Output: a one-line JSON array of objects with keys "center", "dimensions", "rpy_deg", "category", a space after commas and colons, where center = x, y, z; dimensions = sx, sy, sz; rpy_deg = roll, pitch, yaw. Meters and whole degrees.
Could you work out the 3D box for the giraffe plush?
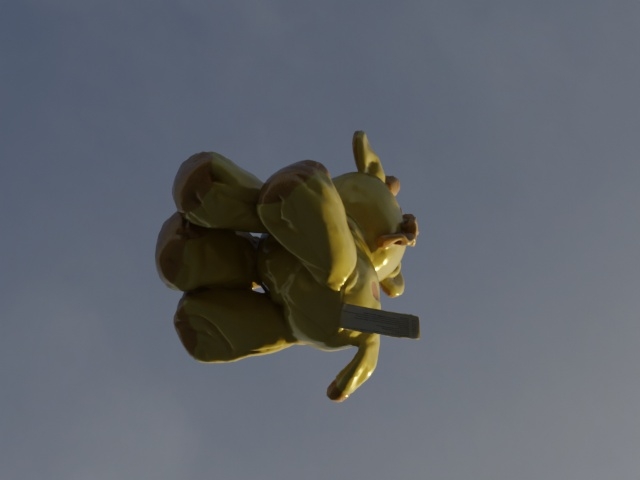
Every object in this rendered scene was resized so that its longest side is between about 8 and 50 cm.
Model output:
[{"center": [0.000, 0.000, 1.179], "dimensions": [0.210, 0.170, 0.181], "rpy_deg": [23, -59, 10], "category": "giraffe plush"}]
